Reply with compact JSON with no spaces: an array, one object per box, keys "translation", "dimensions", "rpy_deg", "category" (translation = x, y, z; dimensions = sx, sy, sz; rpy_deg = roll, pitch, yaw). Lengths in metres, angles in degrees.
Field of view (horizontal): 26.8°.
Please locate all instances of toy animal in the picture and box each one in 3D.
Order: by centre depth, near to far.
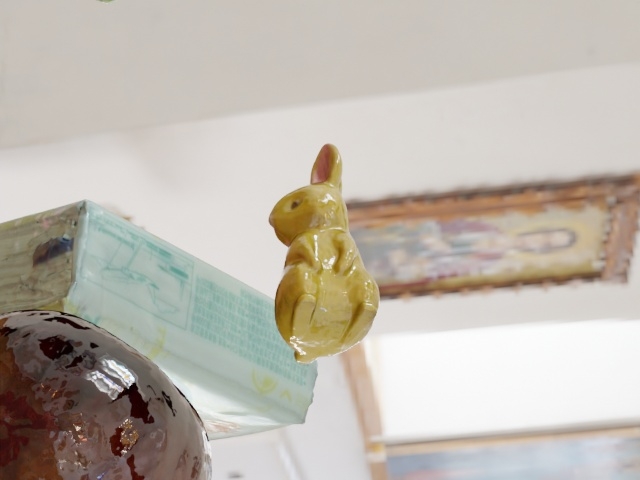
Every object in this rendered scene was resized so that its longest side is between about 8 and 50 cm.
[{"translation":[-0.003,0.002,0.956],"dimensions":[0.083,0.070,0.159],"rpy_deg":[121,-28,-52],"category":"toy animal"}]

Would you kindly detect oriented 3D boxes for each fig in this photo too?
[{"translation":[-0.198,0.163,1.023],"dimensions":[0.235,0.214,0.235],"rpy_deg":[51,-22,30],"category":"fig"}]

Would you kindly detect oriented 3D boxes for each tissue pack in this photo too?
[{"translation":[-0.230,0.108,1.550],"dimensions":[0.388,0.287,0.162],"rpy_deg":[32,57,-43],"category":"tissue pack"}]

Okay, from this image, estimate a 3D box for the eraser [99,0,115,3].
[{"translation":[-0.250,-0.465,1.775],"dimensions":[0.210,0.274,0.092],"rpy_deg":[50,1,8],"category":"eraser"}]
